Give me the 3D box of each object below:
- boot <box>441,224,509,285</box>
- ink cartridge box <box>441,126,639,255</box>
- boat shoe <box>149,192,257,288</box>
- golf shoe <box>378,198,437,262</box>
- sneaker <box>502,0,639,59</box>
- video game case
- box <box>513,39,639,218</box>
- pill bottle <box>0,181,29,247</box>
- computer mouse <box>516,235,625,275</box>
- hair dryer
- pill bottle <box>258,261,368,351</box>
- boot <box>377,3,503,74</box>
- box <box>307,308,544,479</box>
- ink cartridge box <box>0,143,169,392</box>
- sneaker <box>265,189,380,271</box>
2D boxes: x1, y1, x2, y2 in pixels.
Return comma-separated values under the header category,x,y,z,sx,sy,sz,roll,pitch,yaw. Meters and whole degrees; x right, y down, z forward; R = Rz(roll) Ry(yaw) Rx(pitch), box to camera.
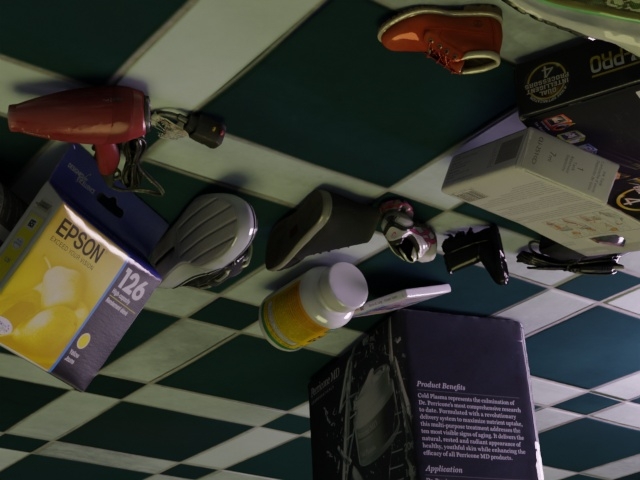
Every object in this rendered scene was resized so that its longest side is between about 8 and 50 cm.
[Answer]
category,x,y,z,sx,sy,sz,roll,pitch,yaw
boot,0.258,0.033,2.067,0.099,0.121,0.045,-17,148,16
ink cartridge box,0.341,-0.062,1.751,0.261,0.066,0.296,23,171,-12
boat shoe,-0.169,0.003,2.013,0.119,0.121,0.335,4,165,-29
golf shoe,0.144,0.006,2.040,0.067,0.086,0.186,-14,152,22
sneaker,0.329,-0.316,1.386,0.410,0.158,0.182,19,108,-13
video game case,0.141,0.111,2.266,0.143,0.019,0.157,-21,170,35
box,0.489,-0.166,1.694,0.318,0.097,0.395,-17,151,27
pill bottle,-0.502,0.001,1.880,0.162,0.162,0.278,-14,143,23
computer mouse,0.446,0.004,2.066,0.189,0.072,0.272,2,154,-4
hair dryer,-0.299,-0.131,1.725,0.293,0.080,0.223,22,136,-36
pill bottle,-0.011,0.115,2.217,0.118,0.117,0.208,16,148,-32
boot,0.149,-0.244,1.536,0.158,0.084,0.059,-3,155,8
box,0.201,0.448,2.500,0.297,0.471,0.480,9,152,-22
ink cartridge box,-0.367,0.050,1.883,0.072,0.307,0.303,30,171,32
sneaker,0.000,0.000,2.023,0.118,0.083,0.222,13,149,-28
